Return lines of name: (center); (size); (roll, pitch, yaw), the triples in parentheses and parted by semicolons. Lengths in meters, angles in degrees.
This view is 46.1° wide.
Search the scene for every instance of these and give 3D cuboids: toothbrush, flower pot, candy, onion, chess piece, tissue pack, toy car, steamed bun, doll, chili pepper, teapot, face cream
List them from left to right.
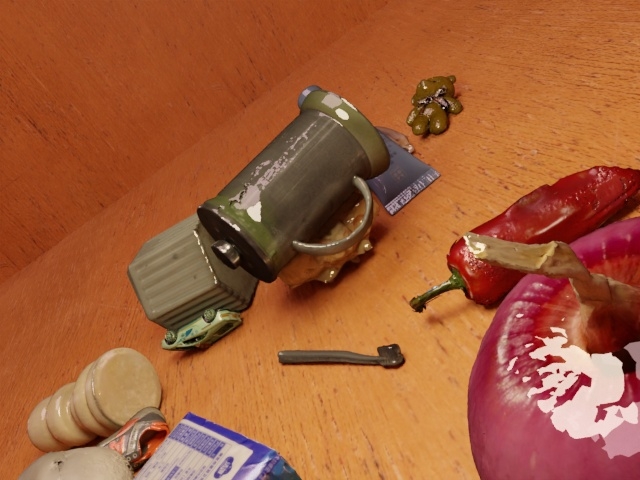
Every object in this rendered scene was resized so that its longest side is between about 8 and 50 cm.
candy: (-0.370, 0.445, 1.099); (0.295, 0.185, 0.296); (-32, 37, 28)
chess piece: (-0.474, 0.336, 1.508); (0.299, 0.167, 0.167); (-27, 24, 32)
tissue pack: (-0.167, 0.381, 0.972); (0.209, 0.137, 0.270); (9, 50, 39)
flower pot: (-0.270, 0.071, 1.628); (0.189, 0.209, 0.239); (-28, 19, 17)
toy car: (-0.244, 0.193, 1.553); (0.186, 0.058, 0.093); (-29, -21, 20)
teapot: (-0.036, -0.070, 1.324); (0.270, 0.200, 0.337); (35, 71, 26)
steamed bun: (0.000, 0.000, 1.489); (0.295, 0.137, 0.292); (-19, 27, 25)
toothbrush: (0.023, 0.187, 1.228); (0.030, 0.031, 0.297); (-21, 7, -40)
face cream: (0.085, -0.212, 1.643); (0.135, 0.086, 0.385); (-39, 59, -7)
doll: (0.262, -0.324, 1.786); (0.137, 0.097, 0.210); (-20, 33, 23)
chili pepper: (0.299, -0.001, 1.105); (0.387, 0.110, 0.110); (-32, 23, 1)
onion: (0.294, 0.123, 0.619); (0.358, 0.345, 0.359); (-7, 56, 10)

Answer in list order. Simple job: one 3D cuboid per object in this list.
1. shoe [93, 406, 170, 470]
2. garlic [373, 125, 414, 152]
shoe: (-0.347, 0.381, 1.335); (0.194, 0.074, 0.077); (-43, 28, -20)
garlic: (0.096, -0.197, 1.764); (0.228, 0.110, 0.217); (-33, 19, 11)
